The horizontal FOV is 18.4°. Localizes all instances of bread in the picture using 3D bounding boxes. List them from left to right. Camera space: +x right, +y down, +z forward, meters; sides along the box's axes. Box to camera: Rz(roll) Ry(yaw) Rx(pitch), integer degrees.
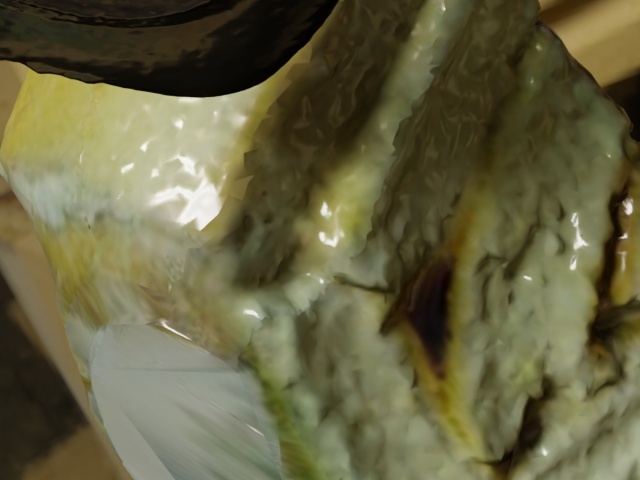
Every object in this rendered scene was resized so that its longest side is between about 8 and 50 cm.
[{"bbox_3d":[-0.007,-0.003,0.975,0.264,0.395,0.239,-47,26,-22],"label":"bread"}]

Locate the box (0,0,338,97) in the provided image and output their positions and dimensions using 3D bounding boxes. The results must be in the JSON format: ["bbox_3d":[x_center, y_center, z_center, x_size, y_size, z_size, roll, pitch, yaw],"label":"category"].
[{"bbox_3d":[-0.077,-0.127,0.685,0.212,0.201,0.042,13,46,-18],"label":"box"}]
